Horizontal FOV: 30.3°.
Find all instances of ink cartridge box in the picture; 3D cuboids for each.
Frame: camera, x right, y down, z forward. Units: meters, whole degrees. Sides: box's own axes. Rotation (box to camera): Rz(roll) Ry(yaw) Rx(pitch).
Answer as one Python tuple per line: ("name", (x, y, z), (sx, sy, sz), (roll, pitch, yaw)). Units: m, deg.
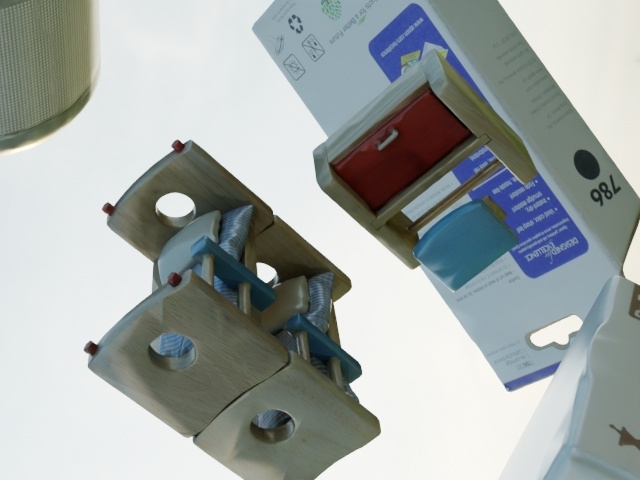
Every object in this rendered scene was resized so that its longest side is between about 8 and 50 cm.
("ink cartridge box", (0.098, -0.062, 0.817), (0.065, 0.165, 0.332), (-34, -90, -36))

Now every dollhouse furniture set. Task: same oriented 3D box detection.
("dollhouse furniture set", (0.000, 0.000, 0.558), (0.129, 0.184, 0.129), (41, -160, -27))

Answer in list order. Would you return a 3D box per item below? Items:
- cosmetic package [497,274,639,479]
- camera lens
("cosmetic package", (0.085, 0.141, 0.424), (0.117, 0.085, 0.231), (-53, -13, -57))
("camera lens", (-0.283, -0.215, 0.917), (0.274, 0.219, 0.219), (100, -173, -48))
